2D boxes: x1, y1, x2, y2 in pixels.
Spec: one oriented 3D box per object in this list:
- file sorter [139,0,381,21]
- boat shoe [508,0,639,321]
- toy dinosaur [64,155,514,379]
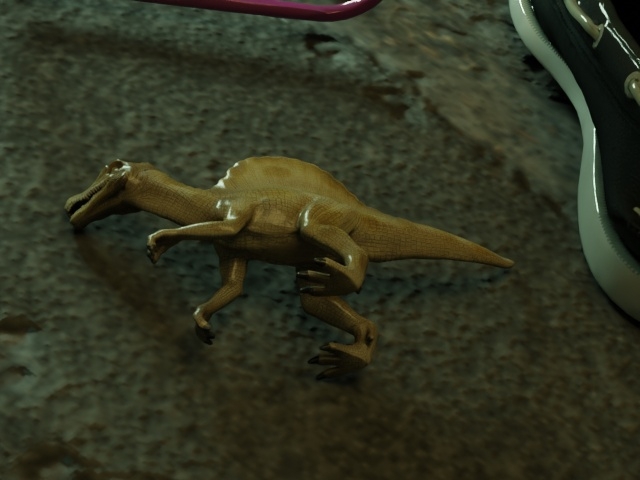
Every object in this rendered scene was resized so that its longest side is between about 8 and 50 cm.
[{"bbox_3d":[-0.063,-0.256,0.782,0.202,0.182,0.290,5,40,-17],"label":"file sorter"},{"bbox_3d":[0.160,-0.087,0.750,0.114,0.091,0.302,8,40,-16],"label":"boat shoe"},{"bbox_3d":[0.000,0.000,0.608,0.183,0.053,0.092,9,38,-13],"label":"toy dinosaur"}]
